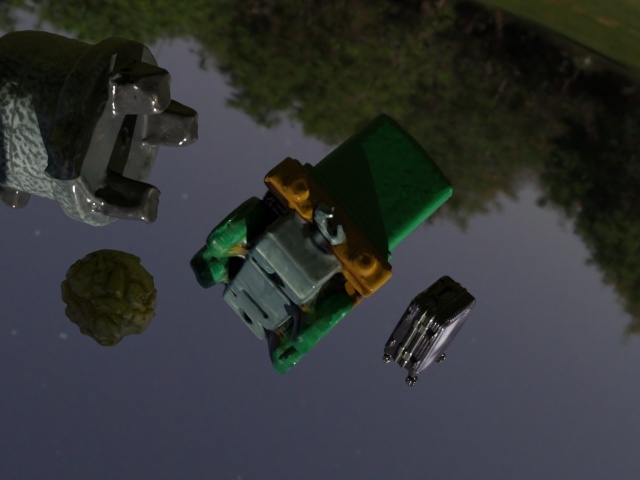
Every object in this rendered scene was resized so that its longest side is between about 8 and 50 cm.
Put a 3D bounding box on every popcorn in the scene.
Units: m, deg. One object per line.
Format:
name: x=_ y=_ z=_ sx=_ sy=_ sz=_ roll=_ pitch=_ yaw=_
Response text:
popcorn: x=-0.248 y=0.068 z=1.404 sx=0.121 sy=0.116 sz=0.106 roll=-4 pitch=178 yaw=29

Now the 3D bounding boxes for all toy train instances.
toy train: x=0.000 y=0.000 z=1.370 sx=0.178 sy=0.249 sz=0.429 roll=48 pitch=162 yaw=2

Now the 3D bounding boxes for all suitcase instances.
suitcase: x=0.132 y=0.106 z=1.424 sx=0.059 sy=0.126 sz=0.086 roll=41 pitch=-134 yaw=16

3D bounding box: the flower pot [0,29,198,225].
flower pot: x=-0.354 y=-0.160 z=1.739 sx=0.283 sy=0.299 sz=0.299 roll=14 pitch=-168 yaw=13
